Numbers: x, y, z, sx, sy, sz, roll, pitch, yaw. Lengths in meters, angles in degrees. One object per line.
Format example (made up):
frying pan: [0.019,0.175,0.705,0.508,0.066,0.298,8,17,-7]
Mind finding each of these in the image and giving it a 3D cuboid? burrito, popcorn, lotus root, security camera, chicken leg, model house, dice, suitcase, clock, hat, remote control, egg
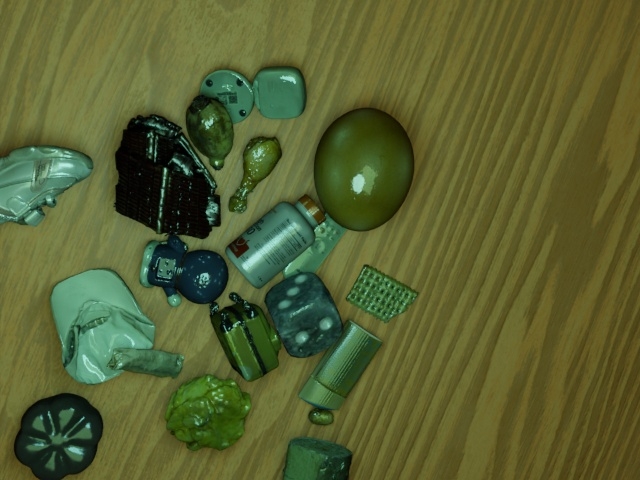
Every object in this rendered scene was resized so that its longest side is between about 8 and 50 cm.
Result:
burrito: [-0.491,0.345,1.841,0.275,0.059,0.082,24,89,-57]
popcorn: [-0.332,0.501,1.915,0.233,0.192,0.266,29,115,-29]
lotus root: [-0.304,-0.299,1.825,0.138,0.138,0.214,-14,128,-10]
security camera: [-0.190,-0.416,1.862,0.301,0.080,0.157,-2,120,1]
chicken leg: [-0.194,-0.189,1.891,0.107,0.087,0.252,23,97,-22]
model house: [-0.395,-0.169,1.744,0.296,0.282,0.318,7,97,-13]
dice: [-0.049,0.215,1.903,0.183,0.182,0.182,-27,123,-6]
suitcase: [-0.211,0.276,1.891,0.143,0.194,0.235,-26,103,-18]
clock: [-0.383,0.095,1.859,0.243,0.146,0.200,13,90,-6]
hat: [-0.631,0.234,1.835,0.257,0.168,0.302,-23,78,-31]
remote control: [0.001,0.001,1.979,0.090,0.038,0.310,39,88,-14]
egg: [0.121,-0.199,1.846,0.282,0.282,0.352,8,74,-13]

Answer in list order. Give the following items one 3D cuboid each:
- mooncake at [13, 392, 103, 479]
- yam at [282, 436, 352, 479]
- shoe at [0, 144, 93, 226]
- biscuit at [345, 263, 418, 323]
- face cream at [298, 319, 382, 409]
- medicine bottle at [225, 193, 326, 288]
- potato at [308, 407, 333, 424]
mooncake: [-0.737,0.555,1.852,0.244,0.133,0.245,-1,92,-17]
yam: [-0.011,0.749,1.998,0.201,0.202,0.272,13,90,-49]
shoe: [-0.765,-0.133,1.724,0.350,0.172,0.198,-10,90,1]
biscuit: [0.190,0.176,2.055,0.203,0.016,0.144,31,90,-13]
face cream: [0.062,0.396,2.030,0.139,0.067,0.285,34,89,-13]
medicine bottle: [-0.121,-0.006,1.890,0.288,0.157,0.157,-41,104,-5]
potato: [0.002,0.551,2.052,0.083,0.040,0.051,13,107,-13]
